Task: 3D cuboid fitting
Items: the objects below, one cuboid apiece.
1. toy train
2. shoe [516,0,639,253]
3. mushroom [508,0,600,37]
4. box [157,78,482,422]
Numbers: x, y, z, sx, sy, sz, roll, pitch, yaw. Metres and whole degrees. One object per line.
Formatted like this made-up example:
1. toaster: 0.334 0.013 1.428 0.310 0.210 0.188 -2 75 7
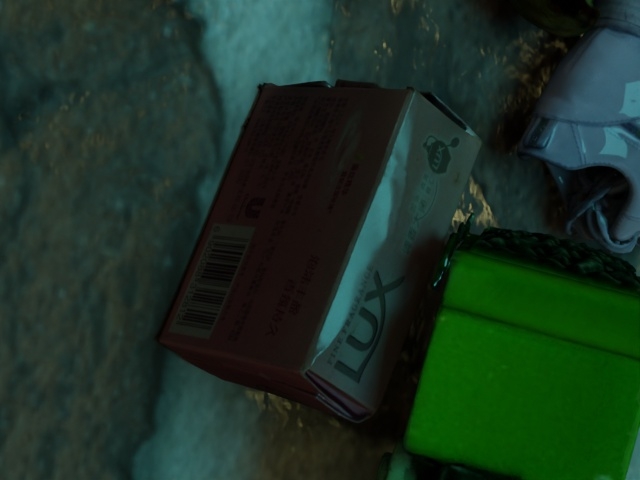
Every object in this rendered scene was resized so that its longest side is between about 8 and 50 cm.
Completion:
1. toy train: 0.096 0.091 0.827 0.243 0.133 0.188 -29 133 -81
2. shoe: 0.205 -0.034 1.001 0.137 0.095 0.245 -48 125 -14
3. mushroom: 0.177 -0.254 0.960 0.100 0.081 0.312 48 61 -41
4. box: 0.000 0.000 0.797 0.060 0.111 0.156 32 74 -39
